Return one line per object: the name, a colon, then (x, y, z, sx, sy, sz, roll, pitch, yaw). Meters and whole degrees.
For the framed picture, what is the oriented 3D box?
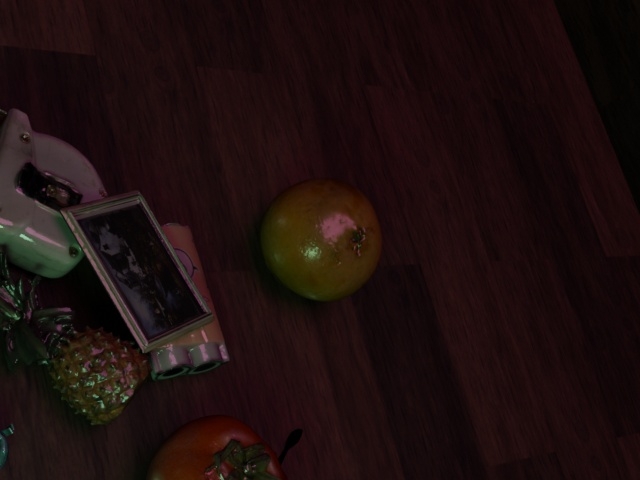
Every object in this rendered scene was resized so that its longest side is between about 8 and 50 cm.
framed picture: (-0.323, 0.045, 1.899, 0.296, 0.019, 0.232, 58, 29, 4)

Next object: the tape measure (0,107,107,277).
tape measure: (-0.518, -0.081, 1.897, 0.265, 0.130, 0.258, 27, 47, -25)

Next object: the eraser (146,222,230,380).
eraser: (-0.291, 0.114, 1.999, 0.171, 0.087, 0.291, -5, 68, -39)

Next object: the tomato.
tomato: (-0.178, 0.433, 1.804, 0.255, 0.224, 0.256, 30, 37, -25)

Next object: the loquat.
loquat: (0.000, 0.000, 2.204, 0.263, 0.263, 0.263, 19, 55, -30)

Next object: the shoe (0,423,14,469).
shoe: (-0.561, 0.364, 1.624, 0.091, 0.106, 0.207, 45, 51, -7)

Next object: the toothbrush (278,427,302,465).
toothbrush: (-0.098, 0.461, 1.997, 0.019, 0.025, 0.276, 45, 46, -11)

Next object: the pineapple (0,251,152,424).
pineapple: (-0.469, 0.169, 1.797, 0.364, 0.165, 0.165, 36, 47, -5)
